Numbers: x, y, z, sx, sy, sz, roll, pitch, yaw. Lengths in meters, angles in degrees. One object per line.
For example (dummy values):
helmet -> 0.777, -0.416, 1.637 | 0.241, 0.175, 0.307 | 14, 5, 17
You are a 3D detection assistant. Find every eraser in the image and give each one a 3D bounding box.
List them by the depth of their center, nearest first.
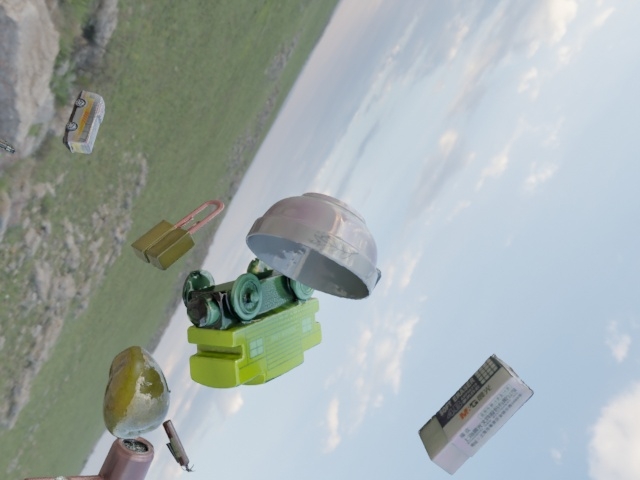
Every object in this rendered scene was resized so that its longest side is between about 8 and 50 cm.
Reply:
eraser -> 0.377, 0.426, 1.430 | 0.287, 0.086, 0.130 | -48, -164, 8

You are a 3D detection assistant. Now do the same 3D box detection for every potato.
potato -> -0.419, 0.339, 1.310 | 0.157, 0.157, 0.194 | -50, -129, 49

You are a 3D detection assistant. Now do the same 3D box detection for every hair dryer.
hair dryer -> -0.627, 0.635, 1.536 | 0.125, 0.352, 0.210 | 26, -87, 42

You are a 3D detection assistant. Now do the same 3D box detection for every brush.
brush -> -0.319, -0.030, 1.361 | 0.233, 0.103, 0.047 | -44, 140, -30

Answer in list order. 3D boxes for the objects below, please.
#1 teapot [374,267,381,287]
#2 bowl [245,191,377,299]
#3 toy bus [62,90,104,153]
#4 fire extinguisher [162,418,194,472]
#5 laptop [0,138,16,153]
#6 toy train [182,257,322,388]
teapot -> 0.115, 0.102, 1.495 | 0.083, 0.063, 0.049 | -54, -177, -21
bowl -> 0.000, 0.000, 1.224 | 0.144, 0.287, 0.287 | -64, -170, -18
toy bus -> -0.611, -0.307, 1.505 | 0.057, 0.072, 0.172 | 108, -12, -61
fire extinguisher -> -0.426, 0.615, 1.711 | 0.049, 0.173, 0.035 | -25, 178, -3
laptop -> -0.667, -0.217, 1.092 | 0.129, 0.180, 0.016 | 23, -98, 57
toy train -> -0.144, 0.186, 1.351 | 0.442, 0.179, 0.273 | -11, 99, -60
